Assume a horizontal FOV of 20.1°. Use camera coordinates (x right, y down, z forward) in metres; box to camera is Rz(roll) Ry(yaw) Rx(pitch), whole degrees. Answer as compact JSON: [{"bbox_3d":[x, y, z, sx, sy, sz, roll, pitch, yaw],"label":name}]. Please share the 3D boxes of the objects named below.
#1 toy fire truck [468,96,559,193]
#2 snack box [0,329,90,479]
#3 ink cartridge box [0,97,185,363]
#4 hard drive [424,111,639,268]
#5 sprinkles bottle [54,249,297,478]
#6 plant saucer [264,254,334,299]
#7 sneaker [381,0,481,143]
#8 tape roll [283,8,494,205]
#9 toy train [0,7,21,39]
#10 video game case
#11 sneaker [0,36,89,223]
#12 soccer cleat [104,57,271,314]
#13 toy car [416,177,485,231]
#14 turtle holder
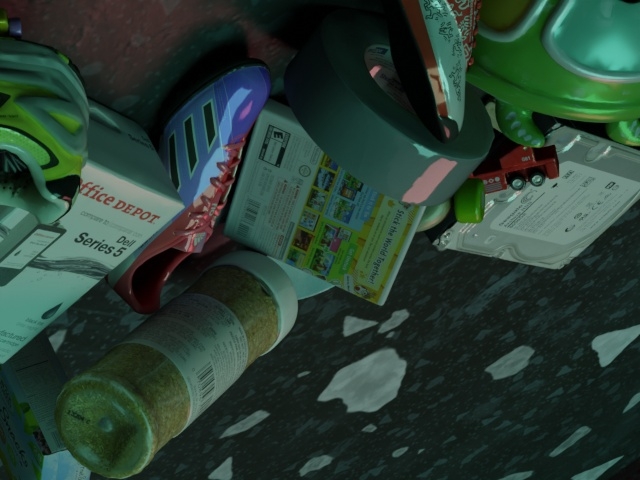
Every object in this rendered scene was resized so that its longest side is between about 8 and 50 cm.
[{"bbox_3d":[0.232,-0.130,2.181,0.192,0.047,0.135,-12,112,13],"label":"toy fire truck"},{"bbox_3d":[-0.324,0.189,2.001,0.070,0.207,0.174,-18,151,-25],"label":"snack box"},{"bbox_3d":[-0.303,-0.015,1.786,0.273,0.114,0.198,-40,152,15],"label":"ink cartridge box"},{"bbox_3d":[0.303,-0.069,2.385,0.237,0.064,0.339,-45,149,23],"label":"hard drive"},{"bbox_3d":[-0.150,0.127,1.968,0.121,0.121,0.355,-51,175,32],"label":"sprinkles bottle"},{"bbox_3d":[0.000,0.000,2.210,0.195,0.037,0.195,-25,152,-15],"label":"plant saucer"},{"bbox_3d":[0.133,-0.232,1.715,0.145,0.090,0.270,-26,117,-13],"label":"sneaker"},{"bbox_3d":[0.072,-0.139,1.855,0.219,0.219,0.072,1,137,-47],"label":"tape roll"},{"bbox_3d":[-0.333,-0.182,1.563,0.125,0.046,0.166,12,137,-33],"label":"toy train"},{"bbox_3d":[0.007,-0.039,2.008,0.227,0.206,0.026,110,5,-49],"label":"video game case"},{"bbox_3d":[-0.373,-0.097,1.496,0.385,0.147,0.145,0,142,-21],"label":"sneaker"},{"bbox_3d":[-0.134,-0.057,1.890,0.109,0.116,0.318,1,139,-46],"label":"soccer cleat"},{"bbox_3d":[0.122,-0.089,2.092,0.155,0.149,0.188,1,-175,13],"label":"toy car"},{"bbox_3d":[0.238,-0.254,1.873,0.243,0.320,0.227,-70,176,-55],"label":"turtle holder"}]
